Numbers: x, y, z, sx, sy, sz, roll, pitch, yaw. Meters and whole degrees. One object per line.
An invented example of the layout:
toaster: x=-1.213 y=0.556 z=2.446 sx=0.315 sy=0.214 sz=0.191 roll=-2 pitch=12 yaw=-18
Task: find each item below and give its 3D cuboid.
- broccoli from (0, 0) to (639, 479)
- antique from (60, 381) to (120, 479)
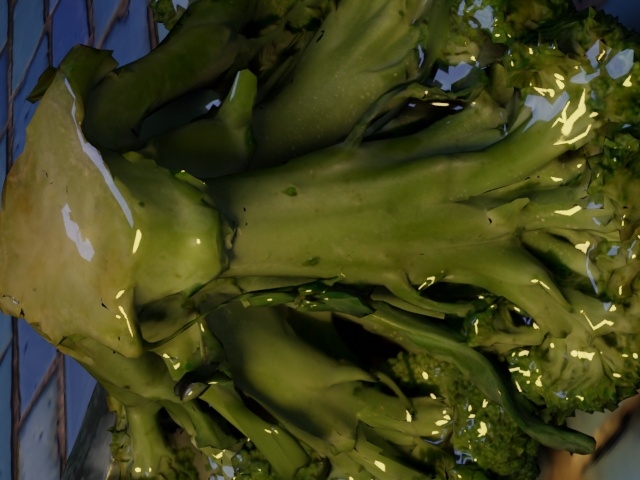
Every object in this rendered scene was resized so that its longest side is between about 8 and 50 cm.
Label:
broccoli: x=0.000 y=0.000 z=0.732 sx=0.304 sy=0.283 sz=0.321 roll=25 pitch=108 yaw=36
antique: x=-0.121 y=0.183 z=1.101 sx=0.183 sy=0.088 sz=0.086 roll=-68 pitch=22 yaw=10
